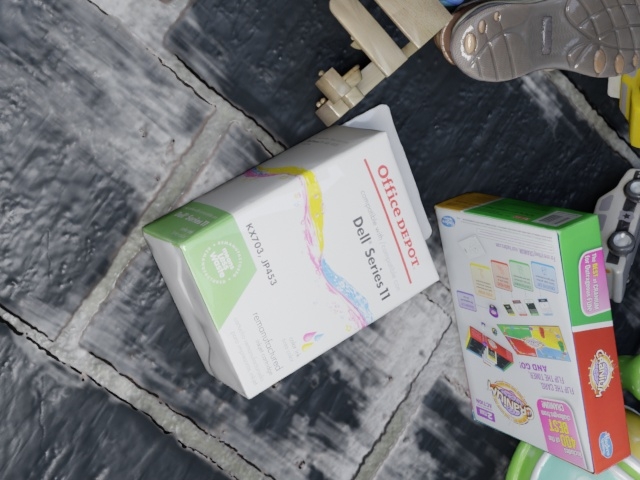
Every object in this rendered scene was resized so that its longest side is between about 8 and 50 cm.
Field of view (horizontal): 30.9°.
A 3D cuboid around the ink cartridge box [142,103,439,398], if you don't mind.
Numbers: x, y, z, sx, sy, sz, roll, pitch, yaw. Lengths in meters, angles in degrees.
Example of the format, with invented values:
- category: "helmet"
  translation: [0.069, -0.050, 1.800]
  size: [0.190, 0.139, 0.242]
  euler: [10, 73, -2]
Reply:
- category: "ink cartridge box"
  translation: [0.000, 0.000, 1.352]
  size: [0.353, 0.119, 0.207]
  euler: [-31, 112, -22]

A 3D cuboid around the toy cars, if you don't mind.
- category: "toy cars"
  translation: [0.420, -0.115, 1.591]
  size: [0.176, 0.087, 0.393]
  euler: [-10, 111, -67]

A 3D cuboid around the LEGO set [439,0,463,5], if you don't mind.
- category: "LEGO set"
  translation: [0.173, -0.369, 1.406]
  size: [0.087, 0.093, 0.227]
  euler: [16, 90, -31]

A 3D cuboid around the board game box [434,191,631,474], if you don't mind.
- category: "board game box"
  translation: [0.264, 0.109, 1.456]
  size: [0.064, 0.242, 0.316]
  euler: [-21, 109, -26]

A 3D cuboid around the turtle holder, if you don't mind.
- category: "turtle holder"
  translation: [0.403, 0.326, 1.581]
  size: [0.320, 0.227, 0.243]
  euler: [-49, 118, -14]

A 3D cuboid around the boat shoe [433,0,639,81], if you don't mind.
- category: "boat shoe"
  translation: [0.292, -0.272, 1.474]
  size: [0.325, 0.116, 0.123]
  euler: [-4, 109, -24]

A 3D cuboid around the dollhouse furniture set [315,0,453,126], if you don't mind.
- category: "dollhouse furniture set"
  translation: [0.038, -0.237, 1.337]
  size: [0.144, 0.151, 0.123]
  euler: [-43, 95, -17]
